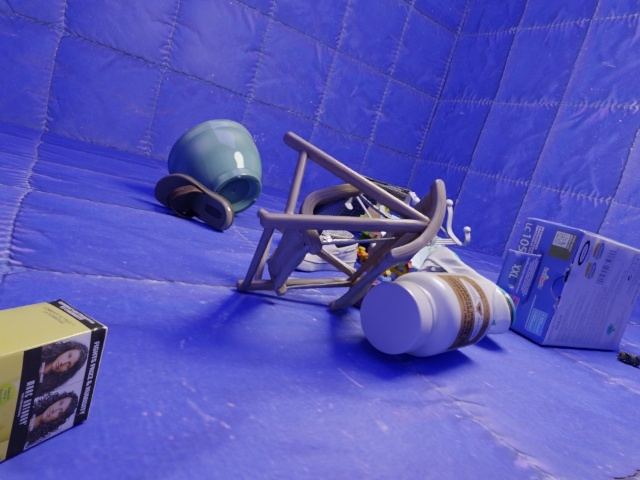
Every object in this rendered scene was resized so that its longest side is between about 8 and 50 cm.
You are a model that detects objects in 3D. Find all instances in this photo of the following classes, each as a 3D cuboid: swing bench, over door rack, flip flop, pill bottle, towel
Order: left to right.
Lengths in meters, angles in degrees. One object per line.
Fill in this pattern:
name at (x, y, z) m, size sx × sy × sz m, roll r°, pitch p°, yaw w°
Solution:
flip flop at (-0.351, -0.099, 1.155) m, size 0.277 × 0.112 × 0.080 m, roll 27°, pitch 28°, yaw 25°
swing bench at (0.023, -0.001, 0.686) m, size 0.255 × 0.165 × 0.253 m, roll 17°, pitch -29°, yaw -10°
towel at (0.153, -0.123, 1.686) m, size 0.312 × 0.324 × 0.056 m, roll 10°, pitch 54°, yaw -36°
over door rack at (0.238, -0.086, 1.227) m, size 0.240 × 0.108 × 0.324 m, roll 0°, pitch 26°, yaw -21°
pill bottle at (0.172, 0.116, 0.690) m, size 0.131 × 0.131 × 0.229 m, roll 25°, pitch 13°, yaw 41°

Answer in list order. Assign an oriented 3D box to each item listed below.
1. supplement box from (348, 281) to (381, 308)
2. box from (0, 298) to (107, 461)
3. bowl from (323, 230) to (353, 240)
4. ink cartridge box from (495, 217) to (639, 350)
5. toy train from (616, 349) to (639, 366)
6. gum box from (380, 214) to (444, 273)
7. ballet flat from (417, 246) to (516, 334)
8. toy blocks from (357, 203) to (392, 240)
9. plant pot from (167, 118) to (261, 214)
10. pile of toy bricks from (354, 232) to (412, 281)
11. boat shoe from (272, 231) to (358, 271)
supplement box at (0.098, 0.108, 0.841) m, size 0.083 × 0.055 × 0.043 m, roll 21°, pitch 9°, yaw 20°
box at (-0.238, 0.099, 0.234) m, size 0.058 × 0.087 × 0.232 m, roll 21°, pitch 9°, yaw 21°
bowl at (0.000, 0.000, 1.202) m, size 0.170 × 0.080 × 0.170 m, roll 17°, pitch 10°, yaw -3°
ink cartridge box at (0.595, 0.106, 1.042) m, size 0.395 × 0.270 × 0.151 m, roll 11°, pitch 9°, yaw -32°
toy train at (0.779, 0.295, 1.011) m, size 0.158 × 0.027 × 0.036 m, roll 20°, pitch 7°, yaw 16°
gum box at (0.270, 0.023, 1.299) m, size 0.184 × 0.041 × 0.157 m, roll 27°, pitch 51°, yaw 4°
ballet flat at (0.292, 0.107, 1.002) m, size 0.139 × 0.139 × 0.400 m, roll 15°, pitch 11°, yaw -9°
toy blocks at (0.283, -0.007, 1.522) m, size 0.261 × 0.190 × 0.381 m, roll 33°, pitch 5°, yaw 15°
plant pot at (-0.305, -0.204, 1.368) m, size 0.293 × 0.293 × 0.196 m, roll 5°, pitch 41°, yaw -50°
pile of toy bricks at (0.149, 0.033, 1.189) m, size 0.118 × 0.105 × 0.212 m, roll 9°, pitch 12°, yaw -38°
boat shoe at (-0.002, 0.023, 1.046) m, size 0.267 × 0.088 × 0.096 m, roll 8°, pitch 13°, yaw -43°
